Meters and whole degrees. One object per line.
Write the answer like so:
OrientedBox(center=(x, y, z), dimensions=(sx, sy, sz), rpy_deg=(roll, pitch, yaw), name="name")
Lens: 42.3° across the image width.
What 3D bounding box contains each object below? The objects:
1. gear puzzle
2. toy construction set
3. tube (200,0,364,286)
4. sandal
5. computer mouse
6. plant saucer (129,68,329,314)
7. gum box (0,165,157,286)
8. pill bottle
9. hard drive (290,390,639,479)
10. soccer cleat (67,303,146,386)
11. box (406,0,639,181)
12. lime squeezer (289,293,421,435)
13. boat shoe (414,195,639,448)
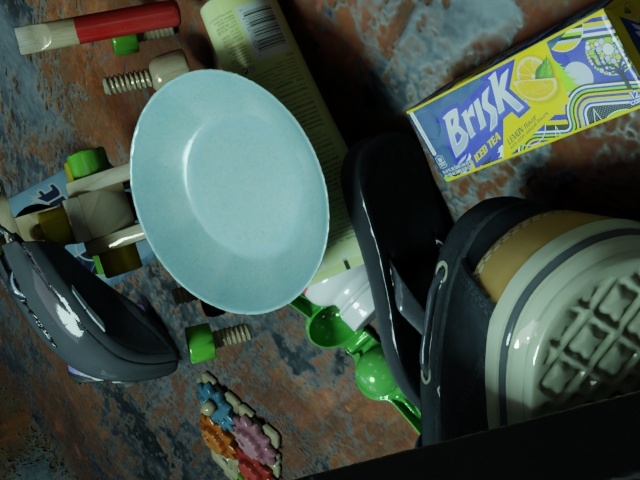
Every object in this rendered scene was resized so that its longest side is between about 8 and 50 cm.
OrientedBox(center=(-0.133, 0.350, 1.268), dimensions=(0.175, 0.044, 0.339), rpy_deg=(34, 143, 28), name="gear puzzle")
OrientedBox(center=(-0.226, -0.056, 0.780), dimensions=(0.257, 0.237, 0.308), rpy_deg=(-126, 26, -58), name="toy construction set")
OrientedBox(center=(-0.024, -0.085, 0.666), dimensions=(0.070, 0.062, 0.240), rpy_deg=(-22, 93, 46), name="tube")
OrientedBox(center=(0.085, 0.039, 0.644), dimensions=(0.054, 0.097, 0.254), rpy_deg=(1, 120, 52), name="sandal")
OrientedBox(center=(-0.262, 0.059, 0.741), dimensions=(0.184, 0.060, 0.262), rpy_deg=(-22, 119, 45), name="computer mouse")
OrientedBox(center=(-0.067, -0.039, 0.650), dimensions=(0.195, 0.037, 0.195), rpy_deg=(13, 114, 30), name="plant saucer")
OrientedBox(center=(-0.306, -0.006, 1.027), dimensions=(0.157, 0.184, 0.041), rpy_deg=(48, 147, 9), name="gum box")
OrientedBox(center=(0.000, 0.000, 0.727), dimensions=(0.160, 0.087, 0.087), rpy_deg=(47, 147, 12), name="pill bottle")
OrientedBox(center=(0.121, 0.209, 0.478), dimensions=(0.064, 0.339, 0.237), rpy_deg=(-104, 0, -61), name="hard drive")
OrientedBox(center=(-0.332, 0.167, 1.323), dimensions=(0.318, 0.109, 0.116), rpy_deg=(-13, 89, 58), name="soccer cleat")
OrientedBox(center=(0.131, -0.091, 0.503), dimensions=(0.059, 0.054, 0.169), rpy_deg=(59, 148, -7), name="box")
OrientedBox(center=(0.042, 0.109, 0.782), dimensions=(0.310, 0.059, 0.110), rpy_deg=(46, 175, -7), name="lime squeezer")
OrientedBox(center=(0.162, 0.190, 0.610), dimensions=(0.156, 0.187, 0.500), rpy_deg=(-131, 29, -56), name="boat shoe")
